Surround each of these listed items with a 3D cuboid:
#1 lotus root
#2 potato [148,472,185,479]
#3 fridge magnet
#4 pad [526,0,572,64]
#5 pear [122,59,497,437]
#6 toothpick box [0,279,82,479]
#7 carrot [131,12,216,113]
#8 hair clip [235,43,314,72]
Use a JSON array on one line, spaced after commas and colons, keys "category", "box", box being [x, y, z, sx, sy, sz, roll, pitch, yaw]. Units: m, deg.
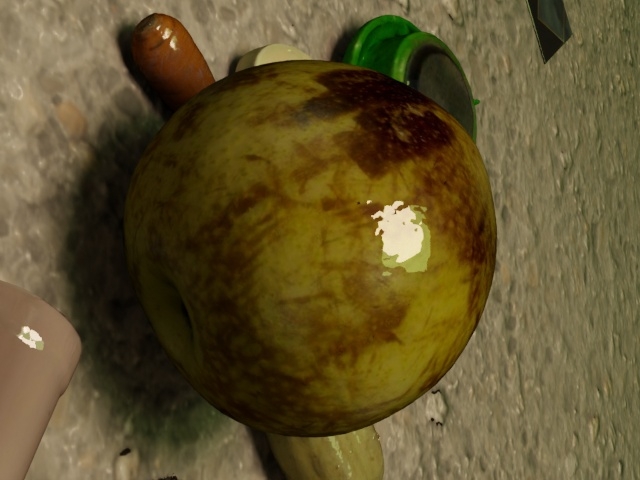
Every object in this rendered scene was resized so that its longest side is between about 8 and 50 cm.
[{"category": "lotus root", "box": [0.003, 0.168, 1.026, 0.090, 0.077, 0.183, -39, 108, -43]}, {"category": "potato", "box": [-0.071, 0.257, 0.849, 0.202, 0.117, 0.182, 4, 81, -60]}, {"category": "fridge magnet", "box": [0.092, -0.130, 1.254, 0.208, 0.088, 0.208, 18, 68, -50]}, {"category": "pad", "box": [0.320, -0.394, 1.803, 0.163, 0.004, 0.243, -45, 120, -55]}, {"category": "pear", "box": [0.000, 0.000, 0.879, 0.283, 0.283, 0.284, 24, 62, -55]}, {"category": "toothpick box", "box": [-0.203, 0.106, 0.677, 0.098, 0.098, 0.149, 55, 39, -37]}, {"category": "carrot", "box": [-0.091, -0.094, 0.986, 0.216, 0.048, 0.048, 61, 35, -39]}, {"category": "hair clip", "box": [0.012, -0.104, 1.105, 0.218, 0.071, 0.159, 38, 55, -28]}]
